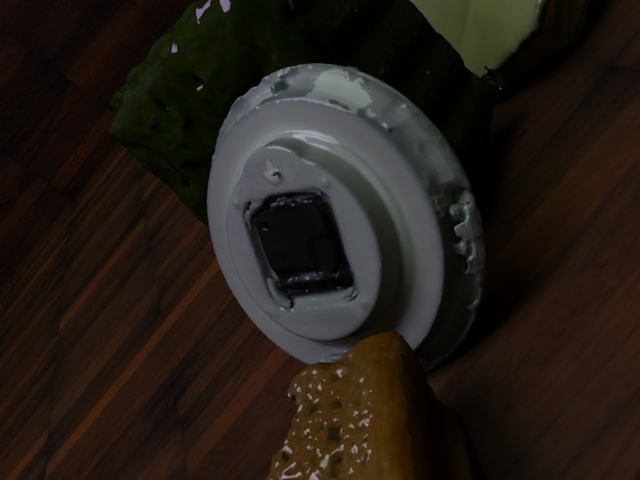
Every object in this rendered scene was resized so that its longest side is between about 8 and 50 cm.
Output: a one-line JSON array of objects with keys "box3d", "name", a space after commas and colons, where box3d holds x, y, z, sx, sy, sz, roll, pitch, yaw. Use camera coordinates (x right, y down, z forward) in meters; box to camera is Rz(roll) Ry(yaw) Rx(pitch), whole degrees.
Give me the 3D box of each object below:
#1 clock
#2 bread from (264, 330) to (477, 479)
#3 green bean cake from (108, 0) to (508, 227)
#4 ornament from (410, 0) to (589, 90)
[{"box3d": [0.000, 0.000, 0.625, 0.236, 0.236, 0.053, -30, 1, 44], "name": "clock"}, {"box3d": [0.006, 0.203, 0.437, 0.185, 0.109, 0.380, -32, 26, 14], "name": "bread"}, {"box3d": [-0.016, -0.100, 0.750, 0.247, 0.250, 0.156, -30, 19, 46], "name": "green bean cake"}, {"box3d": [0.133, -0.195, 0.807, 0.201, 0.059, 0.180, 35, 123, 46], "name": "ornament"}]
